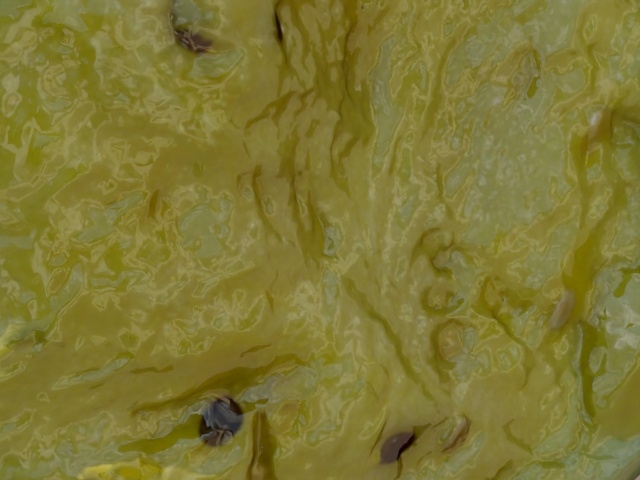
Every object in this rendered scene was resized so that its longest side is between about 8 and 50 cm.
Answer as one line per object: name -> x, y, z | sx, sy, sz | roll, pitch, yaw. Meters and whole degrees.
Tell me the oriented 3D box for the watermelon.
watermelon -> -0.011, -0.026, 0.477 | 0.330, 0.331, 0.189 | -38, 25, -6
